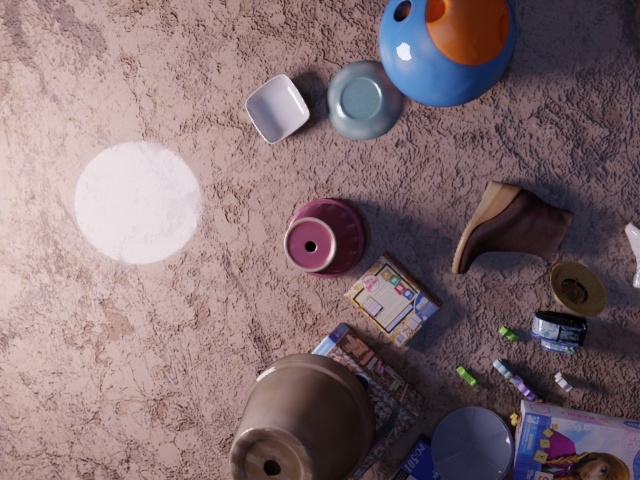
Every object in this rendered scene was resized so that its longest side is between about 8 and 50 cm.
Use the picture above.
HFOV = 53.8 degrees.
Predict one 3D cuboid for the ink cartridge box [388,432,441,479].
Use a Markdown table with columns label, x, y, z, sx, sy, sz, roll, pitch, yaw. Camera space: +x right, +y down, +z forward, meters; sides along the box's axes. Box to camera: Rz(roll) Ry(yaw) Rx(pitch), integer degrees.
| label | x | y | z | sx | sy | sz | roll | pitch | yaw |
| --- | --- | --- | --- | --- | --- | --- | --- | --- | --- |
| ink cartridge box | 0.241 | 0.604 | 1.604 | 0.097 | 0.046 | 0.207 | 33 | 104 | 8 |

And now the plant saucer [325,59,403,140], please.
| label | x | y | z | sx | sy | sz | roll | pitch | yaw |
| --- | --- | --- | --- | --- | --- | --- | --- | --- | --- |
| plant saucer | 0.102 | -0.342 | 1.538 | 0.194 | 0.037 | 0.195 | 2 | 98 | 15 |

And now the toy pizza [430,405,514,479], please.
| label | x | y | z | sx | sy | sz | roll | pitch | yaw |
| --- | --- | --- | --- | --- | --- | --- | --- | --- | --- |
| toy pizza | 0.365 | 0.501 | 1.521 | 0.201 | 0.032 | 0.201 | -16 | 53 | 22 |

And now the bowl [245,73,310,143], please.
| label | x | y | z | sx | sy | sz | roll | pitch | yaw |
| --- | --- | --- | --- | --- | --- | --- | --- | --- | --- |
| bowl | -0.103 | -0.328 | 1.588 | 0.142 | 0.053 | 0.142 | -32 | 88 | 17 |

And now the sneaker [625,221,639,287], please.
| label | x | y | z | sx | sy | sz | roll | pitch | yaw |
| --- | --- | --- | --- | --- | --- | --- | --- | --- | --- |
| sneaker | 0.724 | 0.062 | 1.394 | 0.094 | 0.080 | 0.212 | -37 | 87 | 28 |

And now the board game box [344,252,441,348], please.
| label | x | y | z | sx | sy | sz | roll | pitch | yaw |
| --- | --- | --- | --- | --- | --- | --- | --- | --- | --- |
| board game box | 0.179 | 0.149 | 1.568 | 0.193 | 0.045 | 0.147 | 44 | 106 | 7 |

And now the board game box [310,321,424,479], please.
| label | x | y | z | sx | sy | sz | roll | pitch | yaw |
| --- | --- | --- | --- | --- | --- | --- | --- | --- | --- |
| board game box | 0.070 | 0.396 | 1.578 | 0.291 | 0.141 | 0.232 | 42 | 106 | 8 |

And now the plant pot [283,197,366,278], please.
| label | x | y | z | sx | sy | sz | roll | pitch | yaw |
| --- | --- | --- | --- | --- | --- | --- | --- | --- | --- |
| plant pot | 0.000 | 0.000 | 1.532 | 0.201 | 0.180 | 0.201 | 2 | 96 | 15 |

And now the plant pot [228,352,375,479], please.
| label | x | y | z | sx | sy | sz | roll | pitch | yaw |
| --- | --- | --- | --- | --- | --- | --- | --- | --- | --- |
| plant pot | -0.060 | 0.447 | 1.403 | 0.323 | 0.280 | 0.323 | 2 | 99 | 16 |

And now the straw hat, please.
| label | x | y | z | sx | sy | sz | roll | pitch | yaw |
| --- | --- | --- | --- | --- | --- | --- | --- | --- | --- |
| straw hat | 0.572 | 0.120 | 1.444 | 0.144 | 0.144 | 0.061 | 42 | 146 | 8 |

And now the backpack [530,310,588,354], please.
| label | x | y | z | sx | sy | sz | roll | pitch | yaw |
| --- | --- | --- | --- | --- | --- | --- | --- | --- | --- |
| backpack | 0.542 | 0.210 | 1.443 | 0.114 | 0.105 | 0.084 | 14 | 99 | 19 |

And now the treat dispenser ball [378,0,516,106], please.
| label | x | y | z | sx | sy | sz | roll | pitch | yaw |
| --- | --- | --- | --- | --- | --- | --- | --- | --- | --- |
| treat dispenser ball | 0.267 | -0.432 | 1.349 | 0.288 | 0.288 | 0.288 | 2 | 97 | 16 |

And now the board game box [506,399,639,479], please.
| label | x | y | z | sx | sy | sz | roll | pitch | yaw |
| --- | --- | --- | --- | --- | --- | --- | --- | --- | --- |
| board game box | 0.602 | 0.552 | 1.458 | 0.317 | 0.066 | 0.319 | 7 | 104 | 9 |

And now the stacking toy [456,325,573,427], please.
| label | x | y | z | sx | sy | sz | roll | pitch | yaw |
| --- | --- | --- | --- | --- | --- | --- | --- | --- | --- |
| stacking toy | 0.463 | 0.332 | 1.507 | 0.221 | 0.052 | 0.167 | 42 | 105 | 8 |

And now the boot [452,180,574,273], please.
| label | x | y | z | sx | sy | sz | roll | pitch | yaw |
| --- | --- | --- | --- | --- | --- | --- | --- | --- | --- |
| boot | 0.437 | 0.003 | 1.454 | 0.206 | 0.090 | 0.249 | 27 | 99 | 13 |
